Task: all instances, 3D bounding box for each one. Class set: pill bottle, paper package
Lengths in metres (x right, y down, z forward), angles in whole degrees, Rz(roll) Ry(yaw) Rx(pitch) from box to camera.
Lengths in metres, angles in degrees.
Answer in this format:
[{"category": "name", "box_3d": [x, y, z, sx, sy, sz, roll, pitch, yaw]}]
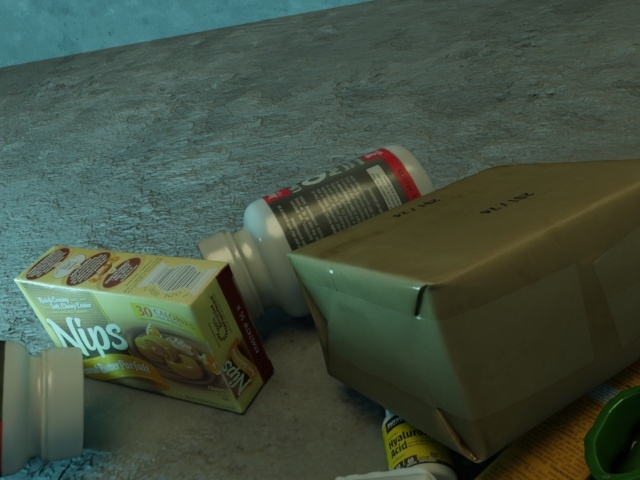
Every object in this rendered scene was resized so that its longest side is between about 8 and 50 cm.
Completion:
[{"category": "pill bottle", "box_3d": [-0.429, 0.199, 0.787, 0.283, 0.161, 0.161, 1, 25, -23]}, {"category": "pill bottle", "box_3d": [0.097, 0.209, 0.689, 0.065, 0.065, 0.116, -15, 31, 4]}, {"category": "paper package", "box_3d": [0.179, 0.041, 0.718, 0.325, 0.168, 0.309, -24, 14, -22]}, {"category": "pill bottle", "box_3d": [0.000, 0.000, 0.950, 0.319, 0.176, 0.176, -24, 32, -9]}]

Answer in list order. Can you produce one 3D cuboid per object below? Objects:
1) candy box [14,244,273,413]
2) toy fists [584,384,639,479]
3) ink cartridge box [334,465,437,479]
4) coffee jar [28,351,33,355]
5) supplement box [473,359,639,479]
[{"category": "candy box", "box_3d": [-0.235, 0.110, 0.891, 0.316, 0.183, 0.087, 5, 38, 31]}, {"category": "toy fists", "box_3d": [0.237, 0.245, 0.499, 0.096, 0.142, 0.279, -26, 15, 50]}, {"category": "ink cartridge box", "box_3d": [-0.026, 0.298, 0.463, 0.283, 0.117, 0.207, -34, -6, -28]}, {"category": "coffee jar", "box_3d": [-0.476, 0.229, 0.927, 0.096, 0.079, 0.184, -3, 35, 22]}, {"category": "supplement box", "box_3d": [0.239, 0.198, 0.625, 0.233, 0.078, 0.080, -34, 35, -25]}]
